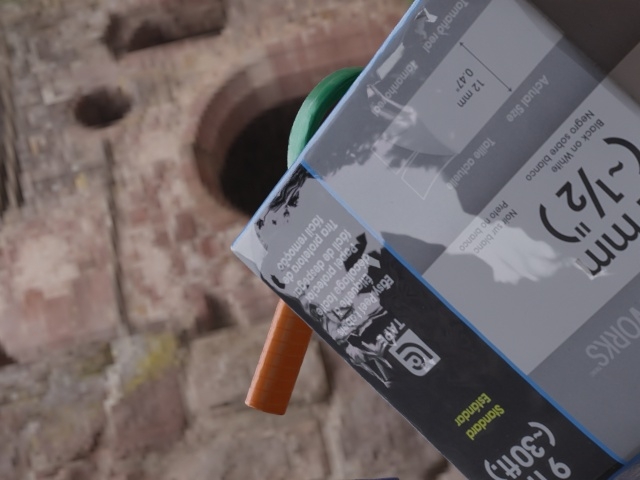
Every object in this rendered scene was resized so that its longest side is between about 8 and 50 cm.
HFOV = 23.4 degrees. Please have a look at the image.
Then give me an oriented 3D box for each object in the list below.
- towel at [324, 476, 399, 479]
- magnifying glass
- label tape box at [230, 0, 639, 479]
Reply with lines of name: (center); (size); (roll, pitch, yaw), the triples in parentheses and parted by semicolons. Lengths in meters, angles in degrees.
towel: (0.038, 0.306, 1.171); (0.336, 0.243, 0.040); (51, 130, 45)
magnifying glass: (0.000, 0.000, 0.997); (0.026, 0.092, 0.231); (18, 91, 50)
label tape box: (0.153, 0.029, 0.797); (0.347, 0.249, 0.115); (45, -137, 6)
